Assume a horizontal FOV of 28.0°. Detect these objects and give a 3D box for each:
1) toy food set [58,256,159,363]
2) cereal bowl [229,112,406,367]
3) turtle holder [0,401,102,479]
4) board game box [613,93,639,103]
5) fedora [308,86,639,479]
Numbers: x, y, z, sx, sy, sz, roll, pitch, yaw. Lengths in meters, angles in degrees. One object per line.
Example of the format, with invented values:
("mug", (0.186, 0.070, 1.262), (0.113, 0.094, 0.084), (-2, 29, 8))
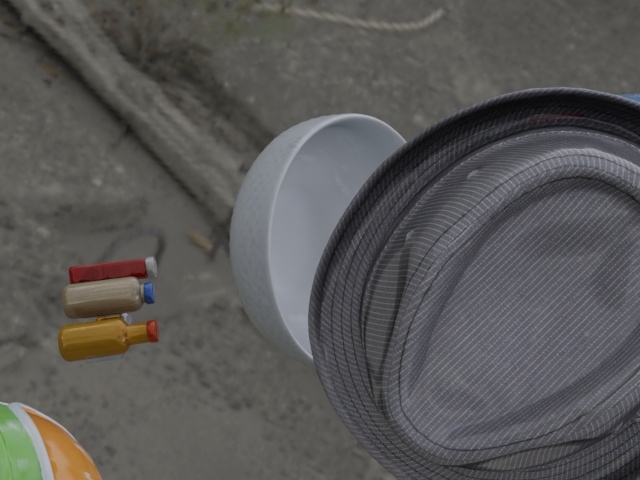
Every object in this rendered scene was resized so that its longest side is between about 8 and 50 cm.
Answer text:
("toy food set", (-0.224, 0.079, 1.466), (0.104, 0.111, 0.232), (-7, -4, 2))
("cereal bowl", (0.000, 0.000, 1.716), (0.141, 0.339, 0.339), (6, 7, 43))
("turtle holder", (-0.310, 0.289, 1.110), (0.243, 0.320, 0.227), (27, 6, 42))
("board game box", (0.393, -0.023, 1.659), (0.064, 0.317, 0.242), (0, 10, 21))
("fedora", (0.114, 0.044, 0.722), (0.244, 0.275, 0.124), (52, 12, 3))
